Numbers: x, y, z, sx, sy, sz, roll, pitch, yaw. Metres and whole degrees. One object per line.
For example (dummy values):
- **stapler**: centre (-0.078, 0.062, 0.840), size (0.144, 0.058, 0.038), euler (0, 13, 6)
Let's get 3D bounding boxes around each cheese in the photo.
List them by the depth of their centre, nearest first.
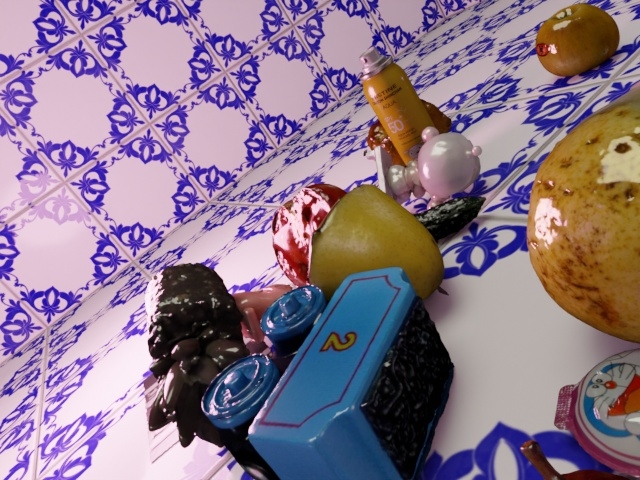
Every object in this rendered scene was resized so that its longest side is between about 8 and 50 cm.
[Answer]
- **cheese**: centre (0.326, 0.142, 0.441), size (0.244, 0.062, 0.155), euler (-15, 26, 42)

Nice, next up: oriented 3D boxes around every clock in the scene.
- **clock**: centre (-0.107, 0.134, 1.065), size (0.162, 0.093, 0.166), euler (-21, 10, -32)

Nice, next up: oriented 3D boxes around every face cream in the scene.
- **face cream**: centre (0.195, -0.280, 1.184), size (0.105, 0.349, 0.105), euler (-30, 20, 12)

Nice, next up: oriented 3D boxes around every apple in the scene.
- **apple**: centre (0.632, -0.499, 1.277), size (0.182, 0.155, 0.182), euler (-30, 18, 11)

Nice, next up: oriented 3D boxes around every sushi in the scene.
- **sushi**: centre (-0.287, 0.248, 1.109), size (0.296, 0.100, 0.373), euler (-39, 20, -11)

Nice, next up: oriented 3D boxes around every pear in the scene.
- **pear**: centre (0.349, -0.019, 0.506), size (0.271, 0.271, 0.271), euler (-30, 20, 12)
- **pear**: centre (0.116, 0.035, 0.828), size (0.178, 0.267, 0.267), euler (12, 47, 38)

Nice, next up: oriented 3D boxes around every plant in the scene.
- **plant**: centre (-0.224, 0.190, 0.903), size (0.194, 0.182, 0.321), euler (-14, 39, -16)

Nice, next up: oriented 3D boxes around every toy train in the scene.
- **toy train**: centre (0.017, 0.187, 0.658), size (0.265, 0.188, 0.300), euler (-12, 28, 38)

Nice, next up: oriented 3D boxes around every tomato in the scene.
- **tomato**: centre (0.018, -0.006, 1.003), size (0.139, 0.200, 0.233), euler (-17, -4, -36)

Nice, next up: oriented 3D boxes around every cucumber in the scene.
- **cucumber**: centre (0.185, -0.020, 1.017), size (0.300, 0.072, 0.072), euler (-22, 23, 32)

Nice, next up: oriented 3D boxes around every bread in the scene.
- **bread**: centre (0.245, -0.293, 1.453), size (0.246, 0.135, 0.232), euler (2, 54, 55)

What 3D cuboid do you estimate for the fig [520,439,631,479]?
- **fig**: centre (0.206, 0.218, 0.374), size (0.128, 0.150, 0.128), euler (1, 4, 0)

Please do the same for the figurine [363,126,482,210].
- **figurine**: centre (0.227, -0.157, 1.094), size (0.256, 0.144, 0.182), euler (-17, 44, 34)
